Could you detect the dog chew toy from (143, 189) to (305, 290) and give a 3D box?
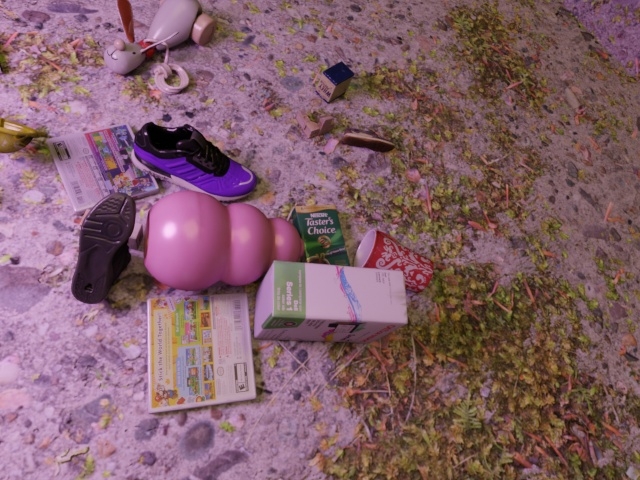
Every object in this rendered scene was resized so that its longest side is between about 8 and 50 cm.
[{"bbox_3d":[-0.192,0.006,0.953,0.332,0.206,0.206,4,64,-25],"label":"dog chew toy"}]

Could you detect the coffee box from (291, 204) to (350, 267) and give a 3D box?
[{"bbox_3d":[0.000,0.000,1.103,0.113,0.040,0.184,-3,67,-20],"label":"coffee box"}]

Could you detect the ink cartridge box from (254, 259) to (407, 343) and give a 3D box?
[{"bbox_3d":[0.015,0.138,0.949,0.279,0.201,0.116,6,65,-16],"label":"ink cartridge box"}]

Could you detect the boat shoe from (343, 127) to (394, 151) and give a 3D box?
[{"bbox_3d":[0.140,-0.292,1.282,0.153,0.056,0.049,10,68,-14],"label":"boat shoe"}]

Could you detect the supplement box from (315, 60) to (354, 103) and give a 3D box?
[{"bbox_3d":[0.041,-0.462,1.314,0.056,0.083,0.083,47,60,7],"label":"supplement box"}]

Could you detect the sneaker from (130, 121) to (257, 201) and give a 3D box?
[{"bbox_3d":[-0.278,-0.187,1.027,0.294,0.146,0.102,16,55,-17],"label":"sneaker"}]

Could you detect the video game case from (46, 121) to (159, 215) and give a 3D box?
[{"bbox_3d":[-0.497,-0.170,1.031,0.184,0.023,0.201,-22,73,-26],"label":"video game case"}]

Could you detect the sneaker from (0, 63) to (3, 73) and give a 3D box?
[{"bbox_3d":[-0.784,-0.439,1.054,0.044,0.040,0.109,-19,72,-23],"label":"sneaker"}]

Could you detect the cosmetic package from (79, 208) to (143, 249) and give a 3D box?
[{"bbox_3d":[-0.442,-0.022,0.956,0.115,0.060,0.041,15,60,-9],"label":"cosmetic package"}]

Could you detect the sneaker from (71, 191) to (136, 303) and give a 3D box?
[{"bbox_3d":[-0.418,0.001,0.887,0.087,0.227,0.130,17,17,-16],"label":"sneaker"}]

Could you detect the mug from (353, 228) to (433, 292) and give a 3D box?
[{"bbox_3d":[0.186,0.041,1.108,0.170,0.113,0.150,24,62,-10],"label":"mug"}]

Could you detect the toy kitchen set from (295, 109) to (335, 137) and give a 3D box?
[{"bbox_3d":[-0.009,-0.342,1.249,0.083,0.068,0.075,-25,75,-27],"label":"toy kitchen set"}]

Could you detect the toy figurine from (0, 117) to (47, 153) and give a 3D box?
[{"bbox_3d":[-0.784,-0.177,0.903,0.363,0.191,0.217,16,91,-19],"label":"toy figurine"}]

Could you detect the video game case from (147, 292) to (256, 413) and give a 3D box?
[{"bbox_3d":[-0.245,0.223,0.924,0.207,0.026,0.226,-1,67,-19],"label":"video game case"}]

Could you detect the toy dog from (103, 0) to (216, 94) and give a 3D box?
[{"bbox_3d":[-0.409,-0.568,1.170,0.220,0.161,0.333,20,61,-8],"label":"toy dog"}]
